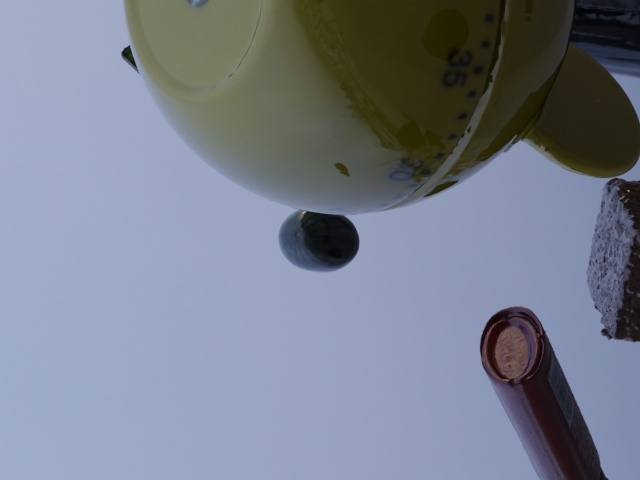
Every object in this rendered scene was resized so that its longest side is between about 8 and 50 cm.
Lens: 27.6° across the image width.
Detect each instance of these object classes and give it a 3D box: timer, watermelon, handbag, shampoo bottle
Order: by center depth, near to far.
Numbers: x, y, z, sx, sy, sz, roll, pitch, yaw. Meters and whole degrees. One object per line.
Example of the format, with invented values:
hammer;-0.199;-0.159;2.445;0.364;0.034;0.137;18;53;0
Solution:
timer;0.053;-0.187;1.008;0.387;0.376;0.376;-7;-104;-40
handbag;0.291;-0.288;1.401;0.080;0.247;0.223;44;-118;-60
watermelon;0.000;0.000;1.492;0.111;0.078;0.078;11;-120;-48
shampoo bottle;0.267;0.216;1.512;0.118;0.076;0.314;-94;-20;-48

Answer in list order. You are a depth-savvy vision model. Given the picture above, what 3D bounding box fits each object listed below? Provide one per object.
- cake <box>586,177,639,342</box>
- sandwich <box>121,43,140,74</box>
cake;0.337;0.019;1.219;0.135;0.147;0.134;-92;9;-64
sandwich;-0.128;-0.166;1.267;0.116;0.074;0.074;38;180;-4
